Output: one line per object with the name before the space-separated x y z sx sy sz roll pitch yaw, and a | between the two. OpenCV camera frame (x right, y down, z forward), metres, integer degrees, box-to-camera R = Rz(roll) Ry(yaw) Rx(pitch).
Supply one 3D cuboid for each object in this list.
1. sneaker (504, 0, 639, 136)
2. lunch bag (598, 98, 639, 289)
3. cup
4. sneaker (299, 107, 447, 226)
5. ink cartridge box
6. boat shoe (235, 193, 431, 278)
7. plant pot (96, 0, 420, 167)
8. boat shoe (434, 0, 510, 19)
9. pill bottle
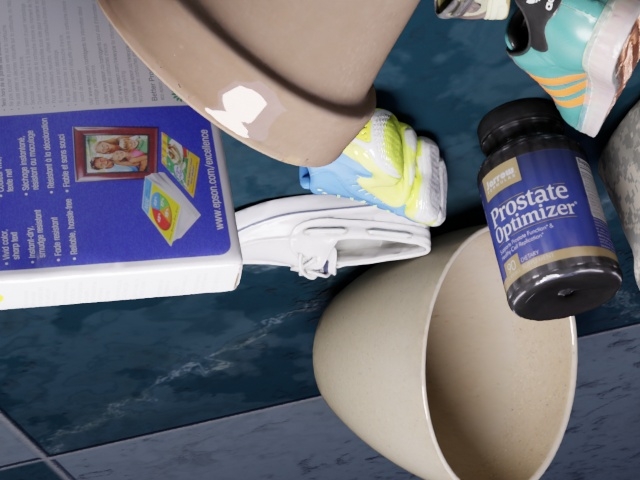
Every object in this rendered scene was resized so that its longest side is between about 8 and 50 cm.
sneaker | 0.244 -0.190 1.456 0.121 0.108 0.302 28 173 12
lunch bag | 0.429 -0.027 1.614 0.212 0.305 0.256 10 143 -30
cup | 0.132 0.142 1.859 0.237 0.331 0.331 1 165 40
sneaker | 0.053 -0.078 1.623 0.126 0.091 0.240 -2 158 23
ink cartridge box | -0.236 -0.088 1.232 0.307 0.304 0.072 -4 151 -12
boat shoe | 0.000 0.000 1.727 0.258 0.084 0.095 -11 153 0
plant pot | -0.011 -0.223 1.160 0.229 0.263 0.263 -45 141 21
boat shoe | 0.123 -0.252 1.298 0.073 0.080 0.223 -18 157 1
pill bottle | 0.236 -0.035 1.602 0.122 0.219 0.123 -9 153 -5
